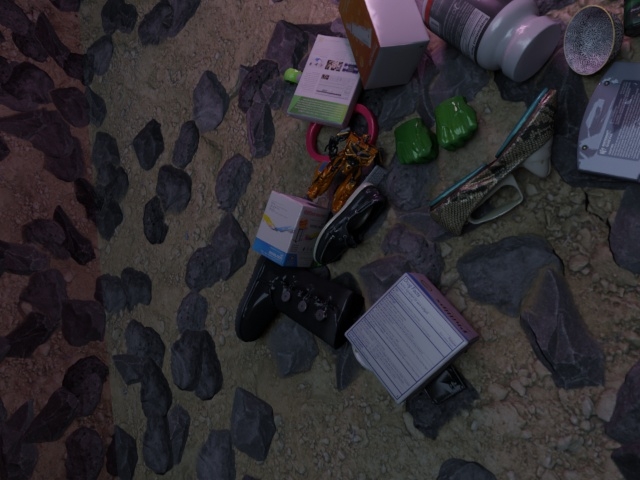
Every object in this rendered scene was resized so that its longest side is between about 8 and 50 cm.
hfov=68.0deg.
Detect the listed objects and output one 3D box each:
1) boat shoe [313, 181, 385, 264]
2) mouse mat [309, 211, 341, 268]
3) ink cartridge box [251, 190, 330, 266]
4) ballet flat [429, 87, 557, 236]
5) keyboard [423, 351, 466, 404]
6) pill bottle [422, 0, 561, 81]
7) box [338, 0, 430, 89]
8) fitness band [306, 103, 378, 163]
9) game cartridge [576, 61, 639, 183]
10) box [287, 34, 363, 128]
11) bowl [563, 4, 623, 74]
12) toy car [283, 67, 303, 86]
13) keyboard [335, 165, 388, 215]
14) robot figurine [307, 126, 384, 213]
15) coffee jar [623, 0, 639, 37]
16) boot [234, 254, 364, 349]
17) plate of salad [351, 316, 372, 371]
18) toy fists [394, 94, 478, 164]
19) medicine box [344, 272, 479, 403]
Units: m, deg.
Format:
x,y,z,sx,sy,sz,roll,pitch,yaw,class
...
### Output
x,y,z,sx,sy,sz,roll,pitch,yaw,class
0.106,-0.034,1.633,0.340,0.127,0.113,-50,50,9,boat shoe
0.000,0.000,1.778,0.152,0.007,0.190,-20,75,32,mouse mat
-0.107,-0.041,1.748,0.168,0.171,0.233,26,102,35,ink cartridge box
0.526,-0.193,1.355,0.182,0.164,0.483,45,118,6,ballet flat
0.350,0.326,1.482,0.201,0.033,0.317,-39,67,23,keyboard
0.485,-0.627,1.369,0.210,0.210,0.363,-51,61,20,pill bottle
0.196,-0.709,1.549,0.215,0.168,0.345,115,142,-70,box
0.075,-0.387,1.736,0.290,0.054,0.209,-4,81,34,fitness band
0.786,-0.305,1.223,0.196,0.060,0.294,20,97,31,game cartridge
0.040,-0.574,1.711,0.232,0.058,0.322,19,83,24,box
0.733,-0.528,1.247,0.170,0.080,0.170,168,90,-78,bowl
-0.069,-0.631,1.855,0.225,0.053,0.239,26,100,34,toy car
0.136,-0.152,1.655,0.256,0.072,0.014,-51,56,20,keyboard
0.088,-0.243,1.643,0.211,0.085,0.291,30,117,-10,robot figurine
0.822,-0.626,1.211,0.096,0.079,0.185,-6,82,35,coffee jar
-0.090,0.283,1.743,0.445,0.146,0.367,21,99,31,boot
0.184,0.343,1.591,0.199,0.048,0.200,-3,85,35,plate of salad
0.363,-0.330,1.501,0.279,0.096,0.142,-22,63,33,toy fists
0.271,0.287,1.429,0.289,0.149,0.263,-48,64,18,medicine box
